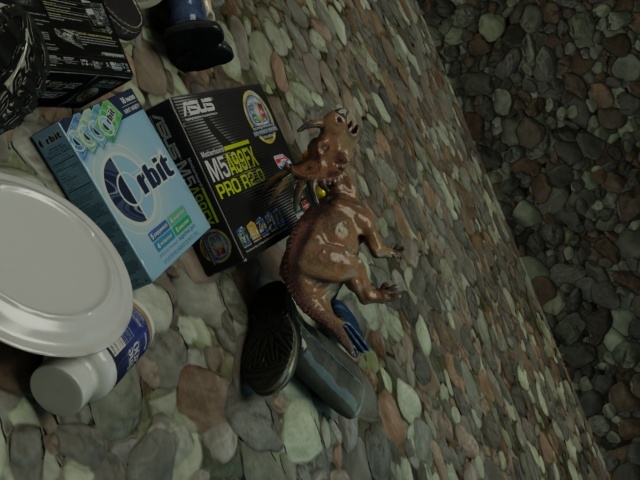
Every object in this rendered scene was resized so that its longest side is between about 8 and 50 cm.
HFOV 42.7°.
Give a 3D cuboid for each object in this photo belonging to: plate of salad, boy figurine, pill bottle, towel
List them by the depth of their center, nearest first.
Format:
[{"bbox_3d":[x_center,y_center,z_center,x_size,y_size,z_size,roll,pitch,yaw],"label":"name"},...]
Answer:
[{"bbox_3d":[-0.249,0.020,0.689,0.200,0.048,0.200,36,27,-22],"label":"plate of salad"},{"bbox_3d":[-0.200,0.100,0.720,0.067,0.067,0.120,61,24,-14],"label":"pill bottle"},{"bbox_3d":[-0.182,-0.376,1.142,0.177,0.092,0.285,65,16,-66],"label":"boy figurine"},{"bbox_3d":[0.039,0.126,1.209,0.067,0.029,0.119,55,4,-13],"label":"towel"}]

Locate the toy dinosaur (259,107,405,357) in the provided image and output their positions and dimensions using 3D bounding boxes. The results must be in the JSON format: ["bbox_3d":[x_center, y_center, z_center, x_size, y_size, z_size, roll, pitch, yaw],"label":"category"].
[{"bbox_3d":[0.000,0.000,1.040,0.200,0.127,0.295,39,49,-38],"label":"toy dinosaur"}]

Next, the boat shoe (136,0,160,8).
[{"bbox_3d":[-0.264,-0.447,1.018,0.099,0.116,0.319,-118,-173,-76],"label":"boat shoe"}]

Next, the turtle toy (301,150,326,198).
[{"bbox_3d":[0.005,-0.103,1.344,0.130,0.066,0.095,30,66,-59],"label":"turtle toy"}]

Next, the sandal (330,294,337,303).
[{"bbox_3d":[0.029,0.021,1.298,0.097,0.054,0.254,57,25,-22],"label":"sandal"}]

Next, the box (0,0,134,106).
[{"bbox_3d":[-0.287,-0.213,0.799,0.147,0.077,0.180,68,23,0],"label":"box"}]

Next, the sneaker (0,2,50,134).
[{"bbox_3d":[-0.314,-0.078,0.618,0.100,0.108,0.271,71,31,-42],"label":"sneaker"}]

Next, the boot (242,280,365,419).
[{"bbox_3d":[-0.015,0.173,1.065,0.189,0.076,0.208,-83,150,-48],"label":"boot"}]

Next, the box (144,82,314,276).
[{"bbox_3d":[-0.112,-0.092,1.090,0.216,0.060,0.270,67,23,-5],"label":"box"}]

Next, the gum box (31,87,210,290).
[{"bbox_3d":[-0.206,-0.059,0.882,0.184,0.041,0.157,62,24,-14],"label":"gum box"}]

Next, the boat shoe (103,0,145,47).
[{"bbox_3d":[-0.283,-0.346,0.909,0.285,0.092,0.103,55,26,-26],"label":"boat shoe"}]
